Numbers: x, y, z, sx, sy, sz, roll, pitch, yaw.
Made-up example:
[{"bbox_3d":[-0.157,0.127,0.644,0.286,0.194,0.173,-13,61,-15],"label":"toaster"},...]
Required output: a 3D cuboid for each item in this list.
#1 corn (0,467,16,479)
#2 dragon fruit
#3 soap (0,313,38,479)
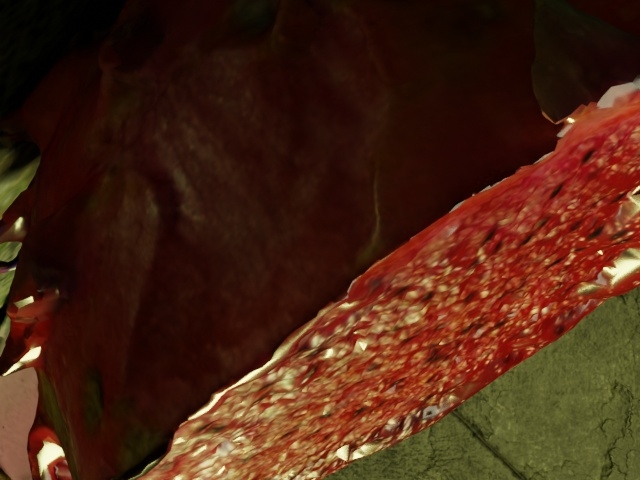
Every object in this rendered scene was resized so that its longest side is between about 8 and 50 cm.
[{"bbox_3d":[-0.198,0.195,1.055,0.310,0.101,0.101,4,134,-51],"label":"corn"},{"bbox_3d":[0.014,-0.039,0.665,0.371,0.249,0.386,-25,161,-26],"label":"dragon fruit"},{"bbox_3d":[-0.115,0.036,1.005,0.259,0.081,0.181,-41,172,-43],"label":"soap"}]
